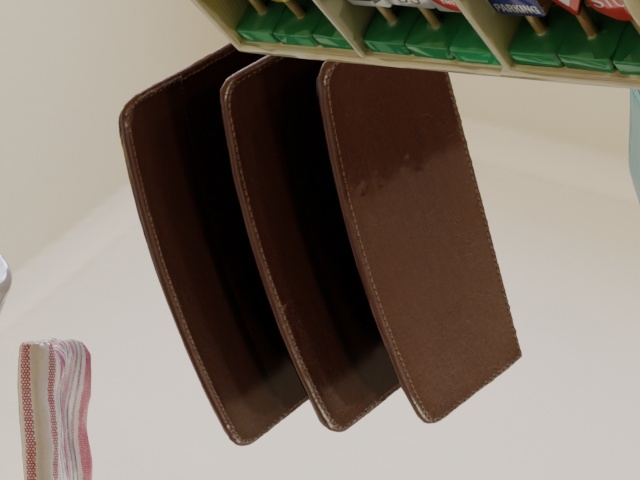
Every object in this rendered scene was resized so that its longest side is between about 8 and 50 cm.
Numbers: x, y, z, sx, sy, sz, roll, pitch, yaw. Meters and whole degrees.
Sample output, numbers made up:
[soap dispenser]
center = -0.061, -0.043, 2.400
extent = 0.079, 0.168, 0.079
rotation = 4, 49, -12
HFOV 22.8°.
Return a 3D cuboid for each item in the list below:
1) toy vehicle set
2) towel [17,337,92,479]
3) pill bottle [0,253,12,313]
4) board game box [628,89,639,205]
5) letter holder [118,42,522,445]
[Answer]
[toy vehicle set]
center = 0.019, -0.133, 0.667
extent = 0.267, 0.166, 0.035
rotation = 11, -114, 43
[towel]
center = -0.128, 0.121, 0.815
extent = 0.029, 0.144, 0.197
rotation = -6, 177, -4
[pill bottle]
center = -0.270, 0.082, 0.969
extent = 0.112, 0.186, 0.112
rotation = 23, -163, -7
[board game box]
center = 0.351, 0.008, 1.016
extent = 0.254, 0.079, 0.336
rotation = -4, -143, 2
[letter holder]
center = 0.000, 0.000, 1.205
extent = 0.214, 0.302, 0.152
rotation = -33, -153, -35
